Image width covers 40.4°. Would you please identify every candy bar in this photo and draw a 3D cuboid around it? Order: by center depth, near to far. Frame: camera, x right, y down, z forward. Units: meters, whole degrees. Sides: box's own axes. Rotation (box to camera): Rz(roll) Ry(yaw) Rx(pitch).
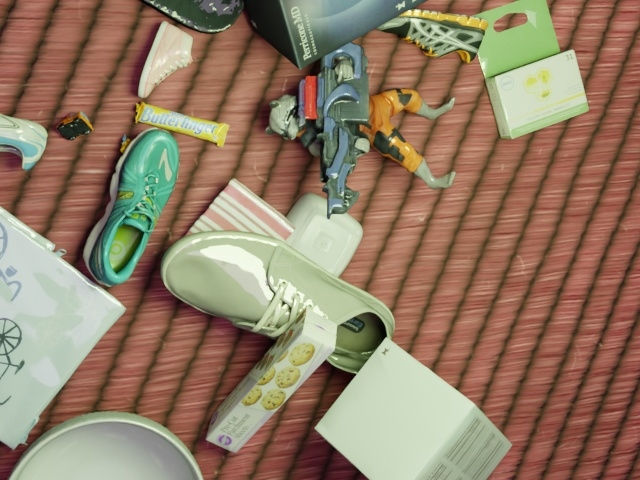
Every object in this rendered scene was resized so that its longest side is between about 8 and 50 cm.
[{"bbox_3d":[-0.238,-0.200,1.485,0.161,0.018,0.040,14,92,-16],"label":"candy bar"}]

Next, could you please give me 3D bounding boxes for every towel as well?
[{"bbox_3d":[-0.157,0.007,1.505,0.144,0.029,0.197,39,96,-13],"label":"towel"}]

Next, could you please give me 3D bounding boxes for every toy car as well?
[{"bbox_3d":[-0.375,-0.175,1.452,0.122,0.060,0.040,34,42,-31],"label":"toy car"}]

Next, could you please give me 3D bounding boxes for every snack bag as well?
[{"bbox_3d":[-0.539,0.129,1.430,0.342,0.037,0.323,39,86,-18],"label":"snack bag"}]

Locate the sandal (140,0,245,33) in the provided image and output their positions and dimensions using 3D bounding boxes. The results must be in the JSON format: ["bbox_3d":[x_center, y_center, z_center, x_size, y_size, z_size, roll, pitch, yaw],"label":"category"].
[{"bbox_3d":[-0.324,-0.472,1.388,0.445,0.107,0.168,17,92,-17],"label":"sandal"}]

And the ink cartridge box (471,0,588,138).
[{"bbox_3d":[0.387,-0.327,1.618,0.171,0.056,0.235,-20,102,-11],"label":"ink cartridge box"}]

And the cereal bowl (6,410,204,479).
[{"bbox_3d":[-0.360,0.443,1.453,0.339,0.141,0.339,-1,95,-15],"label":"cereal bowl"}]

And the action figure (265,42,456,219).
[{"bbox_3d":[0.063,-0.162,1.491,0.330,0.178,0.341,14,67,-11],"label":"action figure"}]

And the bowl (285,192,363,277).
[{"bbox_3d":[0.000,0.000,1.549,0.142,0.053,0.142,32,86,-16],"label":"bowl"}]

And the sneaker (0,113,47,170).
[{"bbox_3d":[-0.554,-0.181,1.367,0.237,0.085,0.086,21,75,-16],"label":"sneaker"}]

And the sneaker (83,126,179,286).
[{"bbox_3d":[-0.296,-0.051,1.430,0.107,0.110,0.275,22,87,-28],"label":"sneaker"}]

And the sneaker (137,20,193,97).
[{"bbox_3d":[-0.255,-0.293,1.453,0.070,0.051,0.134,22,86,-10],"label":"sneaker"}]

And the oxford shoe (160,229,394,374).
[{"bbox_3d":[-0.054,0.109,1.469,0.449,0.130,0.169,24,112,-23],"label":"oxford shoe"}]

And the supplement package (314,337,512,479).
[{"bbox_3d":[0.165,0.335,1.489,0.198,0.199,0.263,-51,144,-5],"label":"supplement package"}]

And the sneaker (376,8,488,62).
[{"bbox_3d":[0.195,-0.368,1.551,0.215,0.084,0.083,5,107,-12],"label":"sneaker"}]

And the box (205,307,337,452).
[{"bbox_3d":[-0.085,0.240,1.453,0.067,0.063,0.324,31,124,-15],"label":"box"}]

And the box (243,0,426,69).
[{"bbox_3d":[0.016,-0.481,1.369,0.294,0.183,0.296,-30,137,-11],"label":"box"}]
